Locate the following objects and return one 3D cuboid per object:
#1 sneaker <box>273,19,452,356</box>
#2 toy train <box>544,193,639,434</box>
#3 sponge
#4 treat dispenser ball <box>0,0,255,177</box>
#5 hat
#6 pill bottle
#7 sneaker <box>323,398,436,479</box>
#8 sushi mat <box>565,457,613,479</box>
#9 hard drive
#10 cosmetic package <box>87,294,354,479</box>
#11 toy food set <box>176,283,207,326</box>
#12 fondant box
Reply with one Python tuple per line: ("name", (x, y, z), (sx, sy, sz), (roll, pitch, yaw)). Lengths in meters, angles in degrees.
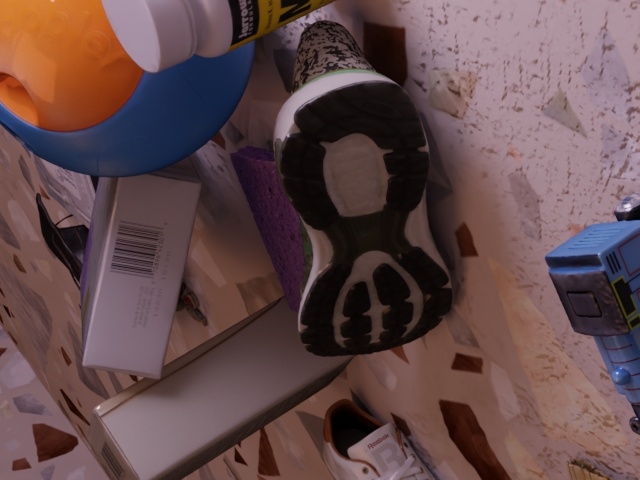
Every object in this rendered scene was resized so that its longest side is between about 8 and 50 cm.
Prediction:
("sneaker", (0.038, -0.043, 1.168), (0.410, 0.158, 0.182), (86, 177, -48))
("toy train", (0.239, 0.061, 0.860), (0.080, 0.105, 0.184), (-2, 116, 64))
("sponge", (-0.031, -0.006, 1.371), (0.117, 0.031, 0.210), (13, 128, 59))
("treat dispenser ball", (-0.209, -0.207, 1.215), (0.288, 0.288, 0.288), (45, 152, 31))
("hat", (-0.337, 0.035, 1.928), (0.331, 0.134, 0.331), (53, 165, 21))
("pill bottle", (-0.074, -0.227, 1.020), (0.119, 0.208, 0.119), (45, 153, 31))
("sneaker", (0.088, 0.300, 1.437), (0.290, 0.106, 0.123), (40, 152, 40))
("sushi mat", (0.319, 0.353, 1.148), (0.151, 0.019, 0.316), (25, 138, 55))
("hard drive", (-0.367, -0.176, 1.701), (0.237, 0.064, 0.338), (35, 147, 44))
("cosmetic package", (-0.122, 0.190, 1.476), (0.113, 0.309, 0.160), (54, 155, 11))
("toy food set", (-0.227, 0.090, 1.929), (0.122, 0.019, 0.078), (28, 141, 51))
("fondant box", (-0.228, -0.004, 1.472), (0.330, 0.096, 0.238), (-125, 47, -72))
